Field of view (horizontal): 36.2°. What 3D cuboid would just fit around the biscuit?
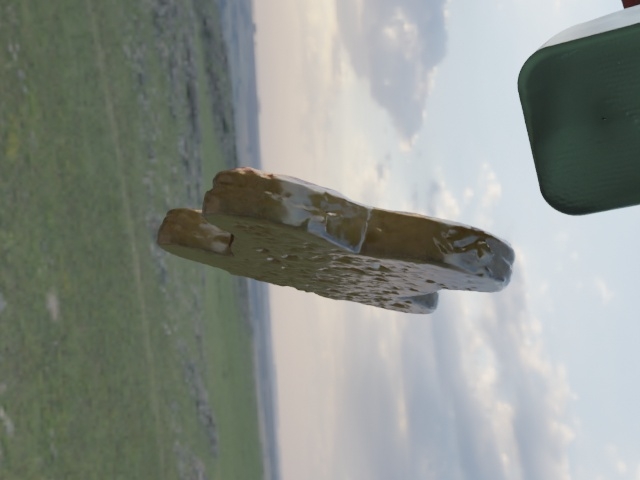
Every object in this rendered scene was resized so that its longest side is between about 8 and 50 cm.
[{"bbox_3d":[0.000,0.000,1.127,0.394,0.368,0.076,138,-34,-76],"label":"biscuit"}]

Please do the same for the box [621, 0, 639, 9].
[{"bbox_3d":[0.499,-0.334,1.271,0.313,0.089,0.197,141,-69,-83],"label":"box"}]

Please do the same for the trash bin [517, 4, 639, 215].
[{"bbox_3d":[0.302,-0.134,0.855,0.343,0.223,0.158,-27,105,-65],"label":"trash bin"}]
